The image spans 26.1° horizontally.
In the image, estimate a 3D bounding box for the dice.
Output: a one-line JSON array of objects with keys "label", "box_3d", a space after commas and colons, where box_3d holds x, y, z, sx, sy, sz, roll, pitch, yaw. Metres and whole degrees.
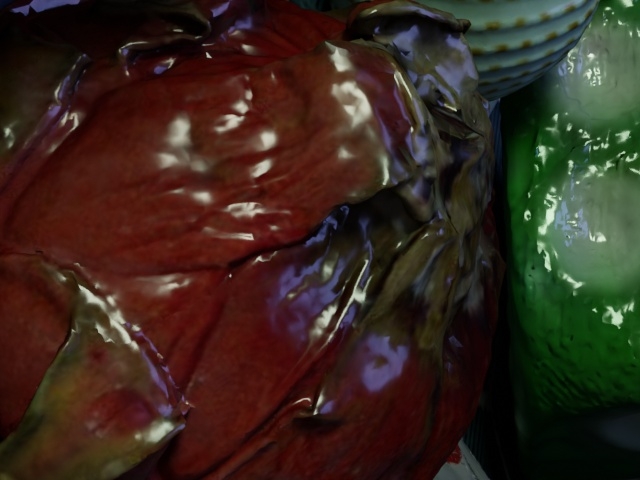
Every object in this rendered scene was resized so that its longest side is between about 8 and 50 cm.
[{"label": "dice", "box_3d": [0.261, 0.007, 0.850, 0.300, 0.297, 0.287, 71, 23, -62]}]

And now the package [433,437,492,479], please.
[{"label": "package", "box_3d": [0.014, 0.054, 0.627, 0.239, 0.030, 0.154, 26, 37, -55]}]

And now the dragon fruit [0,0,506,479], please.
[{"label": "dragon fruit", "box_3d": [-0.001, -0.004, 0.439, 0.218, 0.148, 0.224, 48, 32, -25]}]

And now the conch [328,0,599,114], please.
[{"label": "conch", "box_3d": [0.064, -0.137, 0.740, 0.131, 0.200, 0.172, 23, 36, -21]}]
